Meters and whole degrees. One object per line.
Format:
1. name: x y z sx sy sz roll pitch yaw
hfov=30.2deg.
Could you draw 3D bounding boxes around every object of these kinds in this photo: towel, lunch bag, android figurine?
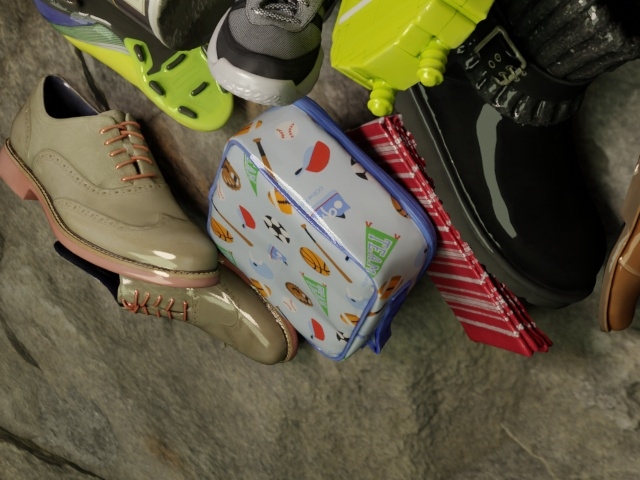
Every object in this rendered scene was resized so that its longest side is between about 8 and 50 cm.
1. towel: 0.120 -0.004 1.189 0.275 0.031 0.199 57 171 -6
2. lunch bag: 0.000 0.000 1.238 0.243 0.115 0.303 43 160 10
3. android figurine: 0.089 -0.225 0.951 0.056 0.273 0.248 28 148 -25

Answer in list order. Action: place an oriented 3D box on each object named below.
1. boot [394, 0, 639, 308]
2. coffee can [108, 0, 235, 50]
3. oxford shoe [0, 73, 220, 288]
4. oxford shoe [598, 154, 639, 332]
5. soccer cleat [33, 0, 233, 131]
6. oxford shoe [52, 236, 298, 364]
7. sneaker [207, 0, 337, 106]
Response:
1. boot: 0.206 -0.117 1.016 0.260 0.131 0.348 -26 100 48
2. coffee can: -0.190 -0.342 1.149 0.275 0.201 0.201 38 137 14
3. oxford shoe: -0.254 -0.074 1.416 0.397 0.140 0.146 34 112 33
4. oxford shoe: 0.300 0.010 1.074 0.076 0.076 0.212 18 133 12
5. soccer cleat: -0.211 -0.224 1.361 0.289 0.093 0.121 39 168 7
6. oxford shoe: -0.187 0.070 1.499 0.348 0.130 0.123 30 135 22
7. sneaker: -0.027 -0.237 1.049 0.101 0.268 0.153 16 127 -1
